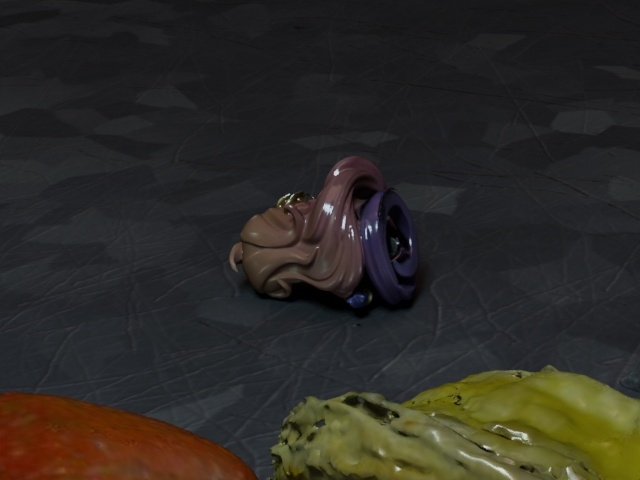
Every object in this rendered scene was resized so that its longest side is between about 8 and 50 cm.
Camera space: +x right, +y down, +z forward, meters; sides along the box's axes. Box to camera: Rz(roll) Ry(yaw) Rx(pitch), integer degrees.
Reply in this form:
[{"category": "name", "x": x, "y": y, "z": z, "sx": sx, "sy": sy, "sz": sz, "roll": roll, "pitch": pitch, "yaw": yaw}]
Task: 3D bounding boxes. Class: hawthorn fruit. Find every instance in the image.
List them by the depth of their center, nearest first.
[{"category": "hawthorn fruit", "x": -0.107, "y": 0.180, "z": 0.923, "sx": 0.299, "sy": 0.211, "sz": 0.211, "roll": -3, "pitch": 19, "yaw": -35}]

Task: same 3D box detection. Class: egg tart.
[{"category": "egg tart", "x": 0.117, "y": 0.153, "z": 0.820, "sx": 0.315, "sy": 0.315, "sz": 0.120, "roll": 16, "pitch": 59, "yaw": 38}]

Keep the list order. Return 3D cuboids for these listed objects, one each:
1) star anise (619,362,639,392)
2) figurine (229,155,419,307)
[{"category": "star anise", "x": 0.315, "y": 0.112, "z": 1.191, "sx": 0.230, "sy": 0.081, "sz": 0.262, "roll": 13, "pitch": 23, "yaw": 10}, {"category": "figurine", "x": 0.002, "y": -0.003, "z": 1.460, "sx": 0.157, "sy": 0.126, "sz": 0.114, "roll": 2, "pitch": -20, "yaw": 7}]
